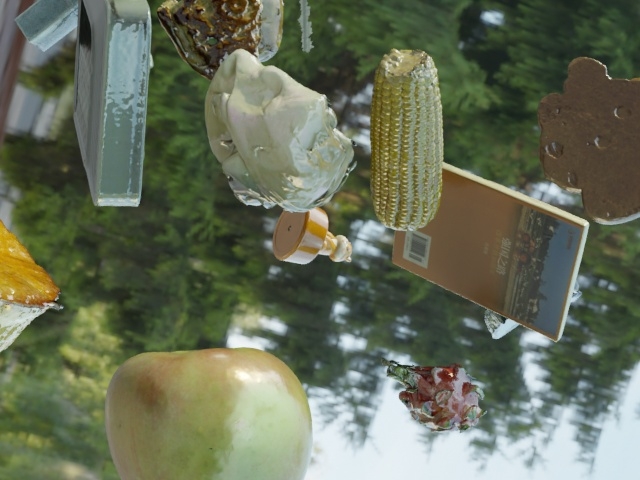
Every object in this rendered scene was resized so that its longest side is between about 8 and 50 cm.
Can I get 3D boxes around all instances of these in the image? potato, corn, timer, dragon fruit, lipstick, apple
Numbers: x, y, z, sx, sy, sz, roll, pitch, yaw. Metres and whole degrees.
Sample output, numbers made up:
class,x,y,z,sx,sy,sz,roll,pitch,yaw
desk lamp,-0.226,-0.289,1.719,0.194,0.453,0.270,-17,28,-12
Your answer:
class,x,y,z,sx,sy,sz,roll,pitch,yaw
potato,-0.144,-0.481,2.299,0.137,0.137,0.176,-98,-166,-63
corn,0.145,-0.164,1.788,0.131,0.131,0.344,-86,172,-47
timer,0.000,0.000,2.099,0.132,0.152,0.132,-41,-143,42
dragon fruit,0.212,0.291,2.038,0.135,0.236,0.137,-66,-174,-16
lipstick,-0.502,-0.518,2.202,0.290,0.077,0.076,-36,163,8
apple,-0.169,0.304,1.611,0.319,0.319,0.277,162,-75,-75

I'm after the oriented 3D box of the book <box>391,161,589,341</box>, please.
class,x,y,z,sx,sy,sz,roll,pitch,yaw
book,0.303,0.008,1.953,0.028,0.374,0.262,-34,140,-44

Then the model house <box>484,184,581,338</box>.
class,x,y,z,sx,sy,sz,roll,pitch,yaw
model house,0.390,0.029,2.138,0.253,0.184,0.291,57,14,-77

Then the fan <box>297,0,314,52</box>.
class,x,y,z,sx,sy,sz,roll,pitch,yaw
fan,-0.022,-0.385,1.255,0.009,0.191,0.329,14,75,-67

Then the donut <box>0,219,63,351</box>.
class,x,y,z,sx,sy,sz,roll,pitch,yaw
donut,-0.548,0.015,1.347,0.163,0.435,0.377,-50,-126,1

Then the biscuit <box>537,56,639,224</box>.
class,x,y,z,sx,sy,sz,roll,pitch,yaw
biscuit,0.462,-0.166,1.724,0.041,0.208,0.290,54,25,-73

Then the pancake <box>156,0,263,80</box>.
class,x,y,z,sx,sy,sz,roll,pitch,yaw
pancake,-0.222,-0.414,2.099,0.056,0.212,0.257,117,-27,-75

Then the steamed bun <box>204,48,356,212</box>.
class,x,y,z,sx,sy,sz,roll,pitch,yaw
steamed bun,-0.097,-0.165,1.850,0.207,0.280,0.268,-52,159,-13

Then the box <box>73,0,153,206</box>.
class,x,y,z,sx,sy,sz,roll,pitch,yaw
box,-0.398,-0.309,1.982,0.396,0.111,0.396,-122,-144,-56
